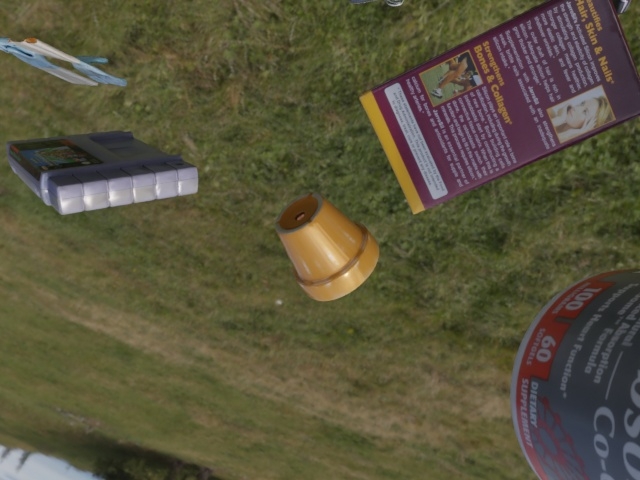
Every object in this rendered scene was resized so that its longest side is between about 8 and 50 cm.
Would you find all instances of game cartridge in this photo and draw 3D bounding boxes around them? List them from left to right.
[{"bbox_3d":[-0.389,-0.132,1.116,0.355,0.230,0.068,27,119,49],"label":"game cartridge"}]

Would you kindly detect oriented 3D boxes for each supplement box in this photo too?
[{"bbox_3d":[0.138,-0.109,0.510,0.188,0.081,0.104,-24,99,14],"label":"supplement box"}]

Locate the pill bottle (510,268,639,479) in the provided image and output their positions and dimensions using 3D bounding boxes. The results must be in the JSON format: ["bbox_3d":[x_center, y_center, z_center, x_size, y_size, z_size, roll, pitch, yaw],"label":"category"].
[{"bbox_3d":[0.292,0.123,0.387,0.210,0.210,0.363,32,171,-11],"label":"pill bottle"}]

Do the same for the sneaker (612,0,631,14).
[{"bbox_3d":[0.552,-0.484,1.101,0.098,0.083,0.223,-11,146,6],"label":"sneaker"}]

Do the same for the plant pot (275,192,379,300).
[{"bbox_3d":[0.000,0.000,1.472,0.205,0.205,0.188,0,138,44],"label":"plant pot"}]

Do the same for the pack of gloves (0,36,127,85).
[{"bbox_3d":[-0.491,-0.348,1.221,0.195,0.046,0.232,14,179,30],"label":"pack of gloves"}]

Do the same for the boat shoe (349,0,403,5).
[{"bbox_3d":[0.174,-0.614,1.547,0.095,0.255,0.079,53,166,24],"label":"boat shoe"}]
